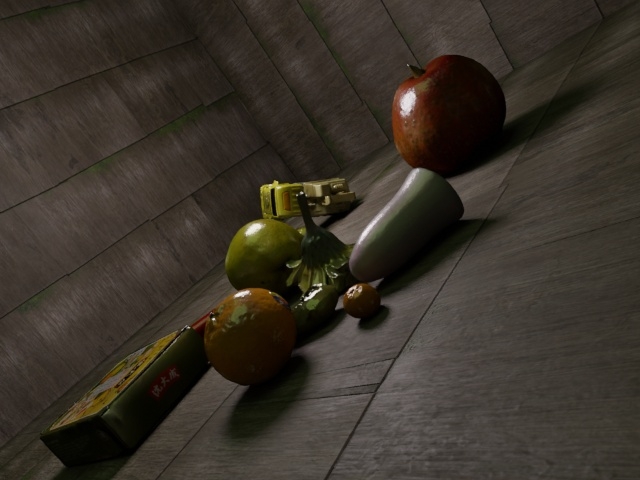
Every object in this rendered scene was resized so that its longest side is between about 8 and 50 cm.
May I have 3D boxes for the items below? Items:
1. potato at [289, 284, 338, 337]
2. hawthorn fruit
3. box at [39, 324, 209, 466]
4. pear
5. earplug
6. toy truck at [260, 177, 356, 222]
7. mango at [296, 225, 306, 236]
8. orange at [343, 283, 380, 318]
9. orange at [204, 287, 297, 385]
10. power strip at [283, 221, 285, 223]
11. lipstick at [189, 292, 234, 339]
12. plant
[{"bbox_3d":[-0.036,0.178,1.264,0.188,0.085,0.105,-37,8,15],"label":"potato"},{"bbox_3d":[0.414,-0.439,1.771,0.402,0.403,0.403,-34,11,7],"label":"hawthorn fruit"},{"bbox_3d":[-0.563,0.457,1.517,0.420,0.138,0.373,-28,13,39],"label":"box"},{"bbox_3d":[-0.178,0.061,1.717,0.294,0.294,0.294,-34,11,7],"label":"pear"},{"bbox_3d":[0.188,-0.015,1.260,0.301,0.172,0.172,-45,13,-14],"label":"earplug"},{"bbox_3d":[-0.049,-0.185,2.309,0.404,0.181,0.254,-8,3,-29],"label":"toy truck"},{"bbox_3d":[-0.097,-0.010,2.254,0.122,0.085,0.191,-48,14,-21],"label":"mango"},{"bbox_3d":[0.089,0.130,1.119,0.083,0.070,0.083,-33,15,10],"label":"orange"},{"bbox_3d":[-0.157,0.212,1.158,0.219,0.193,0.220,-21,57,35],"label":"orange"},{"bbox_3d":[-0.270,0.065,2.338,0.385,0.062,0.091,-44,4,29],"label":"power strip"},{"bbox_3d":[-0.380,0.287,1.851,0.241,0.080,0.080,-37,11,-8],"label":"lipstick"},{"bbox_3d":[0.007,0.046,1.446,0.305,0.297,0.261,-14,49,20],"label":"plant"}]
